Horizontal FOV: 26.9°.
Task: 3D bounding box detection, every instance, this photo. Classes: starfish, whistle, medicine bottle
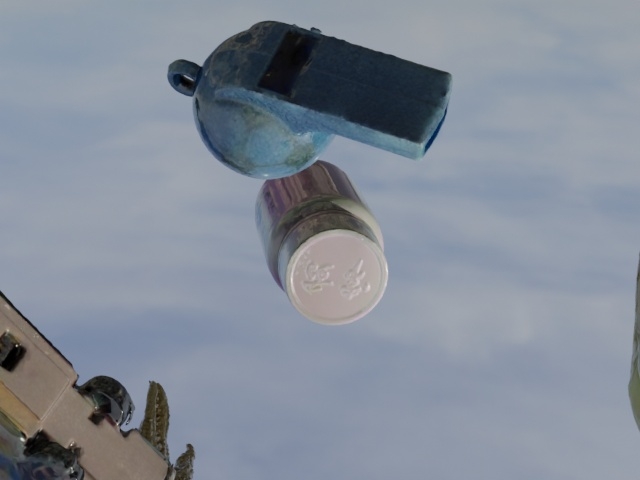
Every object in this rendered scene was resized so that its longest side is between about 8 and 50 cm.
[{"bbox_3d":[-0.174,0.238,1.190,0.062,0.236,0.277,5,-151,29],"label":"starfish"},{"bbox_3d":[-0.011,-0.069,0.722,0.157,0.090,0.090,19,-161,11],"label":"whistle"},{"bbox_3d":[0.000,0.000,1.702,0.151,0.152,0.254,-2,-158,-8],"label":"medicine bottle"}]

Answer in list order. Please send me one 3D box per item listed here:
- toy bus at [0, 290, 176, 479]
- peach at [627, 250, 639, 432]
[{"bbox_3d":[-0.258,0.110,0.981,0.138,0.317,0.112,-34,-168,31],"label":"toy bus"},{"bbox_3d":[0.382,0.057,0.859,0.369,0.370,0.370,0,-165,0],"label":"peach"}]
